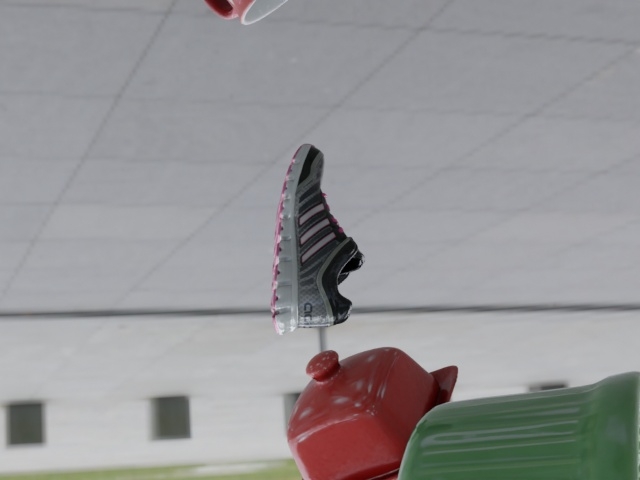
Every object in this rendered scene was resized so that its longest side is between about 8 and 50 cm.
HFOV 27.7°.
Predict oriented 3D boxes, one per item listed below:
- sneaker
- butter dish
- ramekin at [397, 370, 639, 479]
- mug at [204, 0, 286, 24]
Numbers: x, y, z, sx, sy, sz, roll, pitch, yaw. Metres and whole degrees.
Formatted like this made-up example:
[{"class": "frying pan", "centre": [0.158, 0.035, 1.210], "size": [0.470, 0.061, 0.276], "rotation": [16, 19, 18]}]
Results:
[{"class": "sneaker", "centre": [0.000, 0.000, 1.083], "size": [0.075, 0.170, 0.063], "rotation": [6, 154, -5]}, {"class": "butter dish", "centre": [0.029, 0.153, 1.208], "size": [0.160, 0.118, 0.160], "rotation": [-25, -159, 30]}, {"class": "ramekin", "centre": [0.145, 0.239, 0.845], "size": [0.148, 0.303, 0.303], "rotation": [-4, 169, 17]}, {"class": "mug", "centre": [-0.097, -0.294, 1.237], "size": [0.150, 0.169, 0.113], "rotation": [-41, 178, 26]}]
